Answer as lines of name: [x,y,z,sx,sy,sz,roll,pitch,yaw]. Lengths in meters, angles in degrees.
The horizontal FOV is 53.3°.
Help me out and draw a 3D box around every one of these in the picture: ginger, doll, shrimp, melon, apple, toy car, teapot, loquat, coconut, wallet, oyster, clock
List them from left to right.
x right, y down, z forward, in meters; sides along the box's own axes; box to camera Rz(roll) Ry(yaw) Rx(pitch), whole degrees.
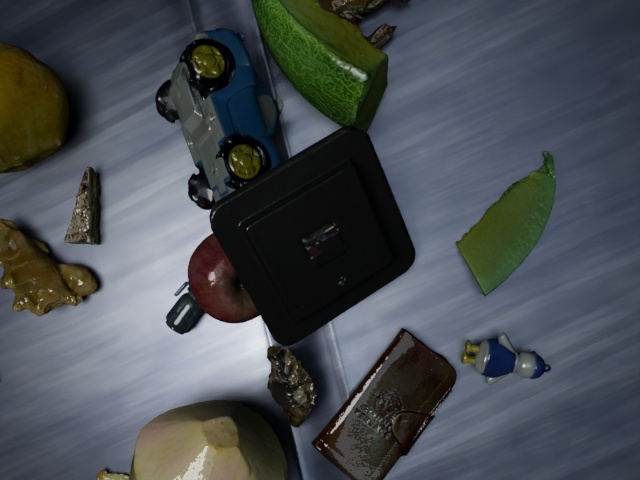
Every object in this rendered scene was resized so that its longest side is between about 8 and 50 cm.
loquat: [-0.534,-0.233,1.044,0.213,0.213,0.246,-28,97,3]
ginger: [-0.494,0.058,1.093,0.205,0.081,0.115,34,86,3]
teapot: [-0.228,0.115,1.094,0.049,0.063,0.083,37,89,-27]
coconut: [-0.166,0.364,0.971,0.259,0.259,0.259,0,89,5]
toy car: [-0.141,-0.180,1.034,0.166,0.198,0.314,-20,89,-28]
apple: [-0.140,0.054,1.037,0.153,0.120,0.153,-6,105,-23]
oyster: [-0.055,0.245,1.053,0.051,0.103,0.148,-34,103,-37]
melon: [-0.025,-0.324,1.028,0.124,0.196,0.323,-42,79,-11]
clock: [0.000,0.000,0.983,0.279,0.049,0.273,-32,119,-10]
shrimp: [0.066,-0.375,1.083,0.187,0.051,0.132,-20,99,11]
wallet: [0.114,0.284,1.066,0.137,0.031,0.255,37,92,5]
doll: [0.305,0.197,1.041,0.143,0.057,0.099,9,111,4]
melon: [0.316,-0.032,1.061,0.114,0.053,0.262,33,87,23]

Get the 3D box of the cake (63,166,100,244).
cake: [-0.398,-0.056,1.104,0.055,0.051,0.140,16,92,5]

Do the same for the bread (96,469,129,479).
bread: [-0.353,0.455,1.074,0.084,0.080,0.109,5,91,2]
